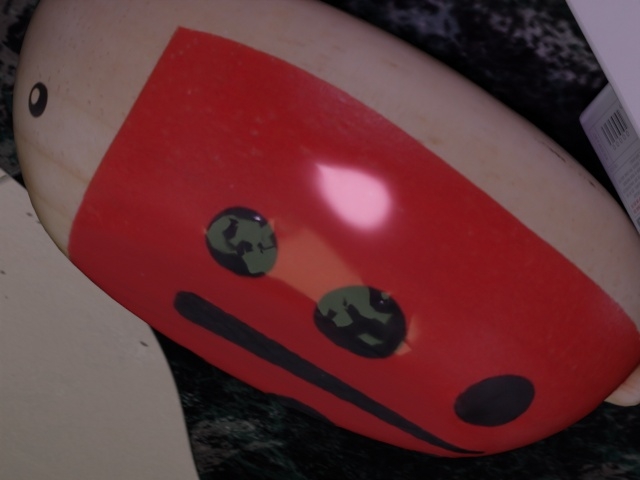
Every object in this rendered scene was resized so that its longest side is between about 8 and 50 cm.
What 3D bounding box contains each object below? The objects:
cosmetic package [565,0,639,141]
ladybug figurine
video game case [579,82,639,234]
[{"bbox_3d":[0.270,0.011,0.497,0.217,0.385,0.156,-32,157,30],"label":"cosmetic package"},{"bbox_3d":[0.000,0.000,0.888,0.449,0.162,0.305,27,153,2],"label":"ladybug figurine"},{"bbox_3d":[0.231,-0.035,0.711,0.206,0.026,0.227,66,152,18],"label":"video game case"}]
